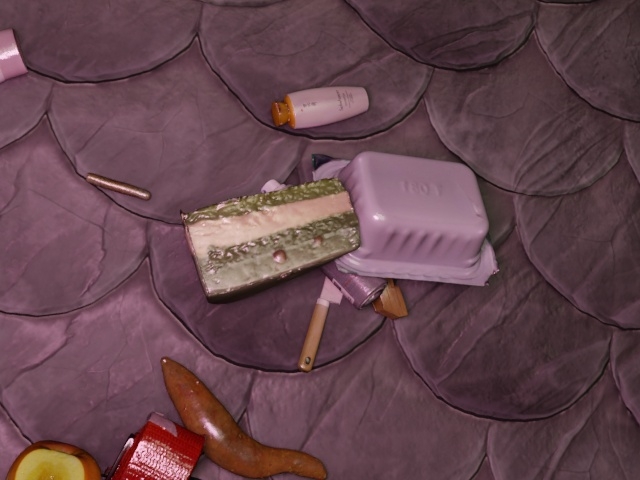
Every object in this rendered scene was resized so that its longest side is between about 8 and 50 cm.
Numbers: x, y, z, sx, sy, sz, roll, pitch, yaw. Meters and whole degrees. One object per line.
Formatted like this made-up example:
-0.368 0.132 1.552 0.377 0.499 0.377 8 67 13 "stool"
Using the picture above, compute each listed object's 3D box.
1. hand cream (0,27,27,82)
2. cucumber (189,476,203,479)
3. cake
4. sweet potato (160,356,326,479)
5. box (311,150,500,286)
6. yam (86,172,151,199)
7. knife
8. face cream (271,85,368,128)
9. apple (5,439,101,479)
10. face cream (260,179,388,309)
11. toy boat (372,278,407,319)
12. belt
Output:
-0.634 -0.296 1.767 0.248 0.083 0.133 -19 78 -9 "hand cream"
-0.129 0.456 1.691 0.211 0.062 0.078 24 71 -8 "cucumber"
-0.087 0.001 1.764 0.283 0.172 0.158 -16 81 -14 "cake"
-0.142 0.325 1.717 0.346 0.079 0.108 36 57 -6 "sweet potato"
0.167 -0.063 1.833 0.337 0.106 0.264 6 52 -22 "box"
-0.353 -0.094 1.808 0.116 0.021 0.021 18 71 -10 "yam"
0.018 0.100 1.855 0.047 0.017 0.298 21 67 -10 "knife"
-0.001 -0.250 1.929 0.182 0.051 0.072 -11 82 -17 "face cream"
-0.410 0.383 1.582 0.146 0.163 0.147 12 77 -8 "apple"
0.000 0.000 1.826 0.073 0.073 0.283 -38 75 -21 "face cream"
0.110 0.043 1.870 0.072 0.064 0.206 -14 82 -25 "toy boat"
-0.275 0.374 1.632 0.124 0.128 0.201 28 89 -5 "belt"
